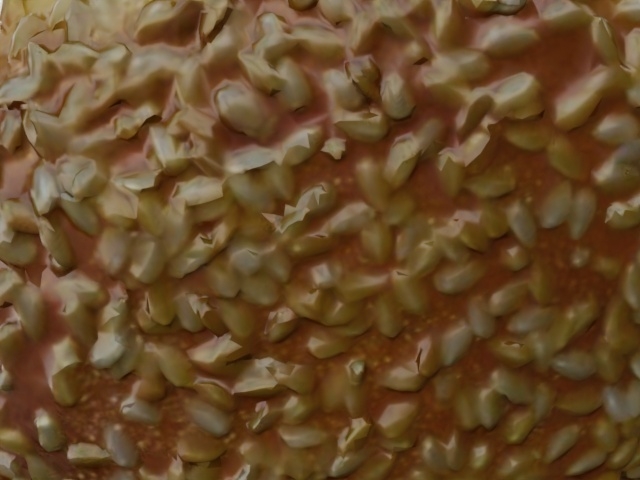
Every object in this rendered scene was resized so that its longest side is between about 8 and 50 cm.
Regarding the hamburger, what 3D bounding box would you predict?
[{"bbox_3d":[0.000,0.000,0.492,0.330,0.330,0.250,-34,17,1],"label":"hamburger"}]
